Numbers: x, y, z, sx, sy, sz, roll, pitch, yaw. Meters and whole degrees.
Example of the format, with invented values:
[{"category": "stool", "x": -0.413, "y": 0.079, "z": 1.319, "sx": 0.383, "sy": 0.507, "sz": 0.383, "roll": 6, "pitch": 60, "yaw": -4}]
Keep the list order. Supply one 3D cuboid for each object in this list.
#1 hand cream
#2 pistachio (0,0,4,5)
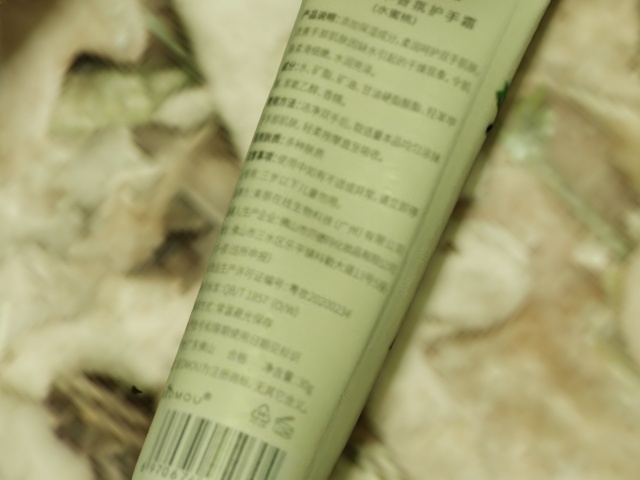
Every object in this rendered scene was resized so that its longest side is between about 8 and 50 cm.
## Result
[{"category": "hand cream", "x": 0.000, "y": 0.000, "z": 0.585, "sx": 0.080, "sy": 0.050, "sz": 0.234, "roll": 19, "pitch": 78, "yaw": 15}, {"category": "pistachio", "x": -0.153, "y": -0.125, "z": 0.585, "sx": 0.157, "sy": 0.157, "sz": 0.229, "roll": 34, "pitch": 74, "yaw": 16}]
